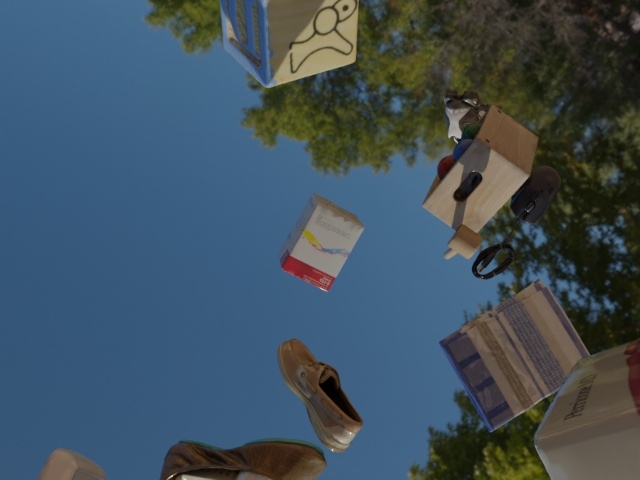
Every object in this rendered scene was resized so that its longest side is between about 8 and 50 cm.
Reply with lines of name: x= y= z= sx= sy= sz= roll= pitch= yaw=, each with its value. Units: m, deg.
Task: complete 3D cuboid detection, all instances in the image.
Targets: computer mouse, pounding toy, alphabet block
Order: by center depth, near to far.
pounding toy: x=0.188 y=-0.060 z=0.916 sx=0.094 sy=0.181 sz=0.206 roll=36 pitch=-143 yaw=0
computer mouse: x=0.349 y=-0.032 z=1.214 sx=0.071 sy=0.242 sz=0.041 roll=33 pitch=175 yaw=3
alphabet block: x=-0.060 y=-0.426 z=1.272 sx=0.197 sy=0.192 sz=0.193 roll=-22 pitch=-131 yaw=-23

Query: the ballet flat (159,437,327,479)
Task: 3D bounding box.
ballet flat: x=-0.148 y=0.406 z=1.157 sx=0.116 sy=0.342 sz=0.124 roll=61 pitch=-142 yaw=-31

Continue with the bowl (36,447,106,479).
bowl: x=-0.442 y=0.453 z=1.215 sx=0.142 sy=0.053 sz=0.142 roll=56 pitch=-137 yaw=-48

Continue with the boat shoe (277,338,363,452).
boat shoe: x=0.003 y=0.361 z=1.716 sx=0.121 sy=0.110 sz=0.341 roll=14 pitch=-150 yaw=-44

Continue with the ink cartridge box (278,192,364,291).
ink cartridge box: x=0.000 y=0.000 z=1.586 sx=0.127 sy=0.176 sz=0.128 roll=27 pitch=-169 yaw=-12

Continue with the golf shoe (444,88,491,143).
golf shoe: x=0.269 y=-0.206 z=1.234 sx=0.077 sy=0.094 sz=0.198 roll=7 pitch=180 yaw=35

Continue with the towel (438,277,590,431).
towel: x=0.400 y=0.228 z=1.392 sx=0.285 sy=0.034 sz=0.209 roll=-27 pitch=-100 yaw=-19

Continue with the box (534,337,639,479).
box: x=0.236 y=0.086 z=0.295 sx=0.148 sy=0.232 sz=0.127 roll=-11 pitch=-105 yaw=-62
